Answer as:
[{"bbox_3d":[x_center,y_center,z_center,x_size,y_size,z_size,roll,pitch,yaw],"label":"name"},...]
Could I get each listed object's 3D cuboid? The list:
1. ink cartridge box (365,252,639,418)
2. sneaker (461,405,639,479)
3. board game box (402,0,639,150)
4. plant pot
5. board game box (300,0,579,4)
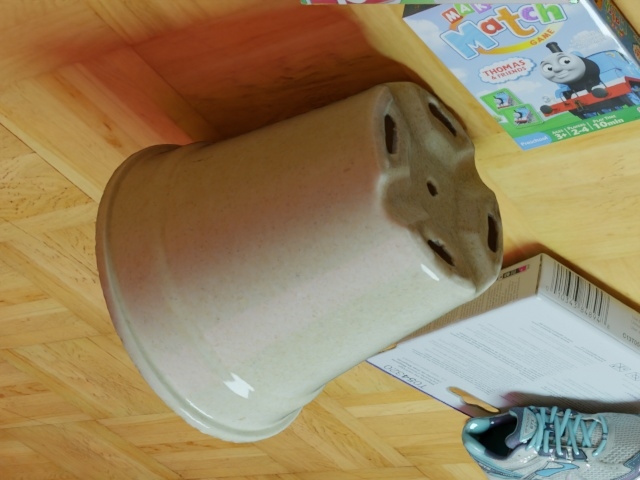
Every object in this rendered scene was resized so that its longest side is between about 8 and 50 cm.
[{"bbox_3d":[0.279,0.153,1.644,0.324,0.071,0.330,30,149,-26],"label":"ink cartridge box"},{"bbox_3d":[0.300,0.263,1.651,0.283,0.110,0.122,-16,136,42],"label":"sneaker"},{"bbox_3d":[0.199,-0.171,1.170,0.160,0.039,0.211,-14,138,38],"label":"board game box"},{"bbox_3d":[0.000,0.000,1.299,0.305,0.334,0.334,-25,133,32],"label":"plant pot"},{"bbox_3d":[0.101,-0.252,1.044,0.259,0.039,0.124,2,126,16],"label":"board game box"}]
